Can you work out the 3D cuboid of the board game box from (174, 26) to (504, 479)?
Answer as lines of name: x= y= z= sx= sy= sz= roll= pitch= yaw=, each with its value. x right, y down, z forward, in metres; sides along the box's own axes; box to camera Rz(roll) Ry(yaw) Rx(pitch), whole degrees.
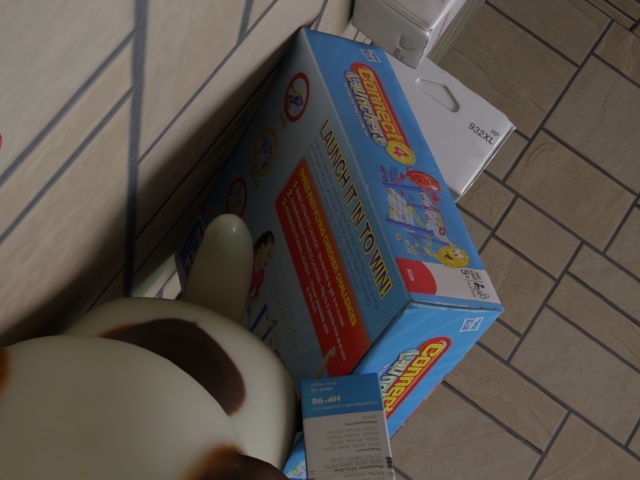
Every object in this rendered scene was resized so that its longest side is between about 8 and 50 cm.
board game box: x=-0.009 y=0.033 z=0.940 sx=0.302 sy=0.086 sz=0.308 roll=-55 pitch=-141 yaw=37

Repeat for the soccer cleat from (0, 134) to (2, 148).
soccer cleat: x=-0.145 y=-0.013 z=0.398 sx=0.083 sy=0.029 sz=0.035 roll=-58 pitch=177 yaw=-37

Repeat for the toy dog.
toy dog: x=-0.114 y=0.170 z=0.662 sx=0.395 sy=0.284 sz=0.408 roll=-58 pitch=177 yaw=-5

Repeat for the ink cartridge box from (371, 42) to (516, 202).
ink cartridge box: x=0.135 y=-0.157 z=1.602 sx=0.129 sy=0.223 sz=0.307 roll=-53 pitch=178 yaw=-5

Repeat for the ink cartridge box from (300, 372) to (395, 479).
ink cartridge box: x=0.023 y=0.194 z=0.751 sx=0.180 sy=0.060 sz=0.104 roll=-96 pitch=-178 yaw=-46

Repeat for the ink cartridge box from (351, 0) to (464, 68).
ink cartridge box: x=0.128 y=-0.294 z=1.089 sx=0.218 sy=0.092 sz=0.158 roll=-56 pitch=178 yaw=-4
